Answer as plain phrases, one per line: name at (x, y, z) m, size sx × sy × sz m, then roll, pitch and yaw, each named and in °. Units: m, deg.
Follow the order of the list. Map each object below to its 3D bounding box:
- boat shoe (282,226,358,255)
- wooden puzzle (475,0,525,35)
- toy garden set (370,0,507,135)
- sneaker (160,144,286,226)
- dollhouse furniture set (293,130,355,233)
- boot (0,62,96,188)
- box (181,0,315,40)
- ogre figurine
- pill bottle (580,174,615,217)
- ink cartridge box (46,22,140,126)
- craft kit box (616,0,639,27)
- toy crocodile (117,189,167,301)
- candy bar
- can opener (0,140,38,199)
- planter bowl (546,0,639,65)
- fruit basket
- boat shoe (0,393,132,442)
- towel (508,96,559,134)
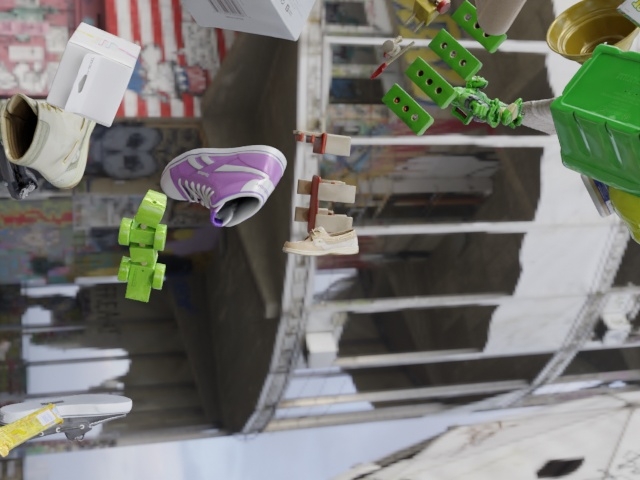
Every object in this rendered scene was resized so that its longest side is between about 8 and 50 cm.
boat shoe at (0.000, 0.000, 1.859) m, size 0.063 × 0.170 × 0.059 m, roll 12°, pitch -78°, yaw 61°
wooden puzzle at (0.281, -0.553, 1.396) m, size 0.322 × 0.081 × 0.347 m, roll 118°, pitch -30°, yaw -58°
toy garden set at (0.210, -0.356, 1.720) m, size 0.244 × 0.049 × 0.204 m, roll -48°, pitch -114°, yaw 16°
sneaker at (-0.213, -0.093, 1.693) m, size 0.102 × 0.282 × 0.161 m, roll 54°, pitch 42°, yaw -35°
dollhouse furniture set at (-0.010, -0.142, 2.246) m, size 0.262 × 0.135 × 0.259 m, roll -152°, pitch -113°, yaw -76°
boot at (-0.407, -0.198, 1.346) m, size 0.165 × 0.077 × 0.213 m, roll 40°, pitch 55°, yaw -74°
box at (-0.095, -0.552, 1.570) m, size 0.345 × 0.215 × 0.168 m, roll -67°, pitch 153°, yaw -15°
ogre figurine at (0.327, -0.274, 1.815) m, size 0.118 × 0.197 × 0.096 m, roll 32°, pitch -51°, yaw 32°
pill bottle at (0.668, -0.136, 1.921) m, size 0.112 × 0.187 × 0.112 m, roll 54°, pitch 19°, yaw -28°
ink cartridge box at (-0.305, -0.222, 1.205) m, size 0.143 × 0.090 × 0.092 m, roll -103°, pitch -143°, yaw -64°
craft kit box at (0.736, -0.458, 1.671) m, size 0.246 × 0.250 × 0.061 m, roll -53°, pitch 179°, yaw 19°
toy crocodile at (-0.443, 0.024, 2.241) m, size 0.105 × 0.115 × 0.340 m, roll -87°, pitch -172°, yaw -49°
candy bar at (-0.427, 0.274, 1.308) m, size 0.040 × 0.018 × 0.161 m, roll 52°, pitch 15°, yaw 5°
can opener at (-0.566, -0.133, 1.645) m, size 0.073 × 0.059 × 0.186 m, roll 42°, pitch -22°, yaw 9°
planter bowl at (0.617, -0.445, 1.969) m, size 0.090 × 0.217 × 0.217 m, roll 55°, pitch 6°, yaw -38°
fruit basket at (0.654, -0.163, 1.718) m, size 0.283 × 0.392 × 0.392 m, roll -51°, pitch -160°, yaw -2°
boat shoe at (-0.449, 0.322, 1.580) m, size 0.080 × 0.229 × 0.076 m, roll 11°, pitch -78°, yaw 61°
towel at (0.598, -0.305, 2.208) m, size 0.187 × 0.282 × 0.049 m, roll -4°, pitch -96°, yaw 40°
